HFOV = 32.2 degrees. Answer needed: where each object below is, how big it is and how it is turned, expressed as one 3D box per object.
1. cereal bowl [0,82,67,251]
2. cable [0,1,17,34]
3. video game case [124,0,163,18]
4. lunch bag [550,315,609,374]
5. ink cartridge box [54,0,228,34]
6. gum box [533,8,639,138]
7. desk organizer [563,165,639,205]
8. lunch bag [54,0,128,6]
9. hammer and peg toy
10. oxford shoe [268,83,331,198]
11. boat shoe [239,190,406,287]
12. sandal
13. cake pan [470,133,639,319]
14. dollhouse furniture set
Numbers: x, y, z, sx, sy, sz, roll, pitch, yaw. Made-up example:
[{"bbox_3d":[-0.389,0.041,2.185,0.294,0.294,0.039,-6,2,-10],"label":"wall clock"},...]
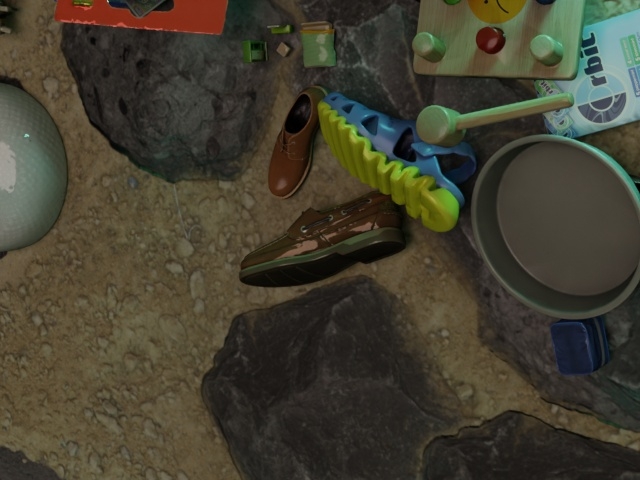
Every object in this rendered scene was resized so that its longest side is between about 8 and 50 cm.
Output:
[{"bbox_3d":[-0.669,-0.137,2.168,0.339,0.141,0.338,5,102,25],"label":"cereal bowl"},{"bbox_3d":[-0.702,-0.463,2.164,0.287,0.072,0.139,1,94,27],"label":"cable"},{"bbox_3d":[-0.301,-0.461,1.962,0.122,0.011,0.087,-33,112,14],"label":"video game case"},{"bbox_3d":[0.405,0.156,1.726,0.067,0.065,0.098,-5,98,43],"label":"lunch bag"},{"bbox_3d":[-0.286,-0.543,1.803,0.308,0.091,0.384,7,87,13],"label":"ink cartridge box"},{"bbox_3d":[0.416,-0.244,1.662,0.184,0.041,0.157,-14,92,29],"label":"gum box"},{"bbox_3d":[0.431,-0.082,1.678,0.130,0.050,0.047,15,105,24],"label":"desk organizer"},{"bbox_3d":[-0.398,-0.488,1.997,0.151,0.096,0.128,2,102,-3],"label":"lunch bag"},{"bbox_3d":[0.269,-0.311,1.638,0.266,0.127,0.361,6,89,28],"label":"hammer and peg toy"},{"bbox_3d":[-0.051,-0.166,1.891,0.076,0.076,0.212,27,111,18],"label":"oxford shoe"},{"bbox_3d":[0.000,0.000,1.886,0.307,0.111,0.104,-15,68,20],"label":"boat shoe"},{"bbox_3d":[0.128,-0.146,1.793,0.317,0.126,0.138,39,72,22],"label":"sandal"},{"bbox_3d":[0.366,-0.025,1.678,0.293,0.054,0.293,19,121,35],"label":"cake pan"},{"bbox_3d":[-0.052,-0.328,1.871,0.152,0.058,0.076,1,100,26],"label":"dollhouse furniture set"}]
